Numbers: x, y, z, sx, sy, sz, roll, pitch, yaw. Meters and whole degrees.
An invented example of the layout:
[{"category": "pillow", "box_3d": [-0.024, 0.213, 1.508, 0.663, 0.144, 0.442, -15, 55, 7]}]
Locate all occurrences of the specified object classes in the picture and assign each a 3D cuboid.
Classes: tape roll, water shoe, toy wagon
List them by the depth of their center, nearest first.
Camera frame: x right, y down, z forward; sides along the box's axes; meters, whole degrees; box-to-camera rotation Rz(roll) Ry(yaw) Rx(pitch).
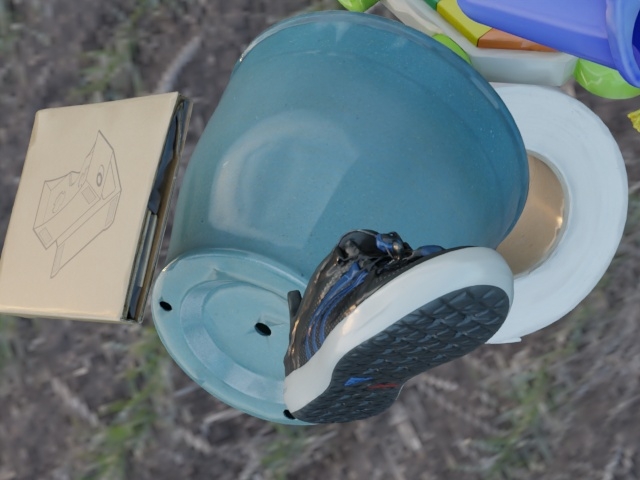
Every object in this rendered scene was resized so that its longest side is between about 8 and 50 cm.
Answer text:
[{"category": "water shoe", "box_3d": [0.024, 0.027, 0.912, 0.203, 0.073, 0.080, 137, 129, -59]}, {"category": "toy wagon", "box_3d": [0.184, -0.232, 1.632, 0.344, 0.267, 0.068, 44, 160, 21]}, {"category": "tape roll", "box_3d": [0.173, -0.039, 1.982, 0.100, 0.286, 0.286, -133, 48, -62]}]

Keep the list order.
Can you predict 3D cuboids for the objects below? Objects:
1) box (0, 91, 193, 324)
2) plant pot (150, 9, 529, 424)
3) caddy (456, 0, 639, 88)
[{"category": "box", "box_3d": [-0.170, -0.023, 1.382, 0.201, 0.021, 0.164, 0, 75, 54]}, {"category": "plant pot", "box_3d": [0.000, 0.000, 1.518, 0.271, 0.255, 0.272, 16, 137, 15]}, {"category": "caddy", "box_3d": [0.229, -0.241, 1.220, 0.179, 0.341, 0.241, 18, 126, 27]}]
